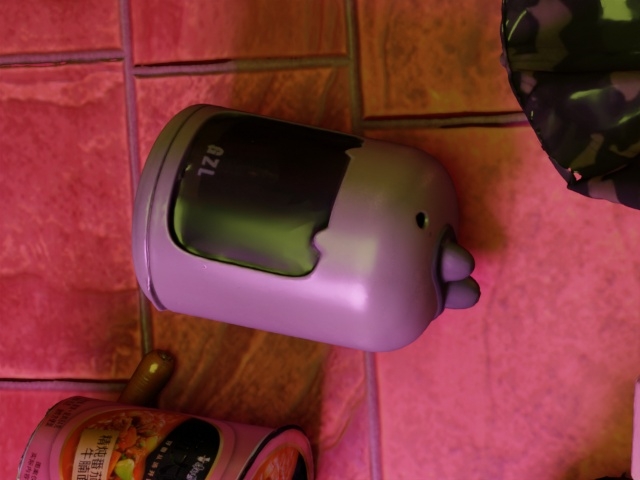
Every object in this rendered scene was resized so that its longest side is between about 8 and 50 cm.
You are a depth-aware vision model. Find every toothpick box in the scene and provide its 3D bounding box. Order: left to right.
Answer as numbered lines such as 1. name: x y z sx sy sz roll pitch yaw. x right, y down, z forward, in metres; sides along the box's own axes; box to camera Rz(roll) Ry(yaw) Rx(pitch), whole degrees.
1. toothpick box: 0.000 0.000 1.794 0.316 0.229 0.229 12 102 19

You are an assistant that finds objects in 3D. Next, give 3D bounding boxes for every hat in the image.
1. hat: 0.377 -0.188 1.657 0.382 0.257 0.366 3 82 -13

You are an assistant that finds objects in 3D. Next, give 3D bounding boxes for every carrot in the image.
1. carrot: -0.211 0.194 1.993 0.037 0.037 0.190 38 113 13

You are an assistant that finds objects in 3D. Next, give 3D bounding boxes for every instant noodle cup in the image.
1. instant noodle cup: -0.164 0.268 1.875 0.255 0.244 0.244 13 102 21

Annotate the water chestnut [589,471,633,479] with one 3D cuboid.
1. water chestnut: 0.244 0.318 1.717 0.224 0.223 0.238 -19 121 23

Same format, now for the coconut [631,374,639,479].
1. coconut: 0.399 0.185 1.627 0.259 0.259 0.259 3 99 22
